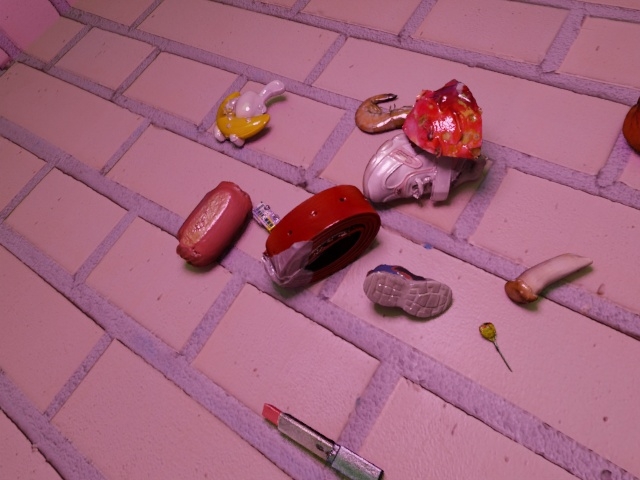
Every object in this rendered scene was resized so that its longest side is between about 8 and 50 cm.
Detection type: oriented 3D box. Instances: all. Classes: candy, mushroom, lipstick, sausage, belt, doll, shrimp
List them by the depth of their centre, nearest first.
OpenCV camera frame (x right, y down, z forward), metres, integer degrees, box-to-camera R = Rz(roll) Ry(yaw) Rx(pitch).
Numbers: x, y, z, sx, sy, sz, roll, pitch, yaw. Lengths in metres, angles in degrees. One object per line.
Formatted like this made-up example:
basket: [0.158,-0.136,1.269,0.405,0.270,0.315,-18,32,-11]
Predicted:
lipstick: [-0.007,0.466,0.991,0.312,0.051,0.051,21,71,25]
candy: [0.414,0.249,1.011,0.035,0.035,0.123,-36,65,30]
mushroom: [0.549,0.084,1.036,0.209,0.084,0.071,-27,81,-4]
belt: [0.000,0.000,1.130,0.323,0.227,0.115,-36,57,8]
sausage: [-0.312,-0.050,1.274,0.152,0.152,0.280,28,74,25]
shrimp: [0.255,-0.427,1.389,0.295,0.058,0.169,-6,59,15]
doll: [-0.257,-0.439,1.490,0.237,0.111,0.252,7,65,34]

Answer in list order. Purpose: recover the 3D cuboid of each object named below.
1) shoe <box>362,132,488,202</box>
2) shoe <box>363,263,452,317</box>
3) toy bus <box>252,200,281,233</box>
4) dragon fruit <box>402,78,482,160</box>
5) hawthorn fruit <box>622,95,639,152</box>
shoe: [0.288,-0.200,1.190,0.350,0.172,0.198,-35,60,-6]
shoe: [0.215,0.120,1.101,0.227,0.125,0.100,14,103,-5]
toy bus: [-0.159,-0.065,1.302,0.058,0.052,0.102,-40,63,-9]
dragon fruit: [0.295,-0.311,1.083,0.161,0.126,0.274,-12,46,-2]
hawthorn fruit: [0.920,-0.295,1.068,0.260,0.224,0.224,30,73,10]
